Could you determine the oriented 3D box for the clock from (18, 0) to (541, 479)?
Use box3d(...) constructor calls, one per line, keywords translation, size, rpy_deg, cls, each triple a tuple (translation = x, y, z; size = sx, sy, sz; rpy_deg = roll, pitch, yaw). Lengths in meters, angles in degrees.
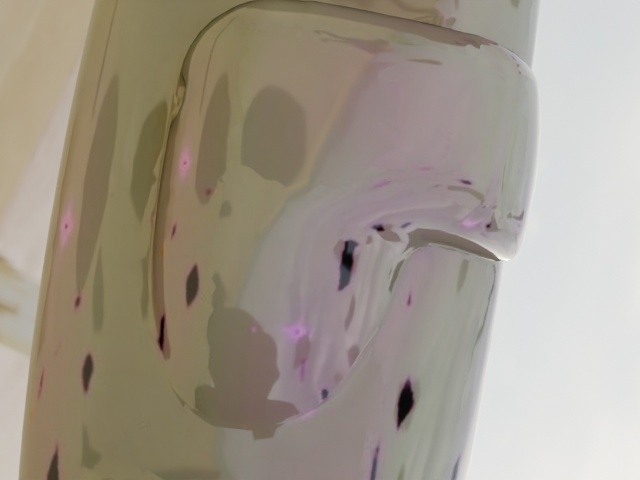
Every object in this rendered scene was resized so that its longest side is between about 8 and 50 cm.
box3d(translation=(0.000, 0.000, 0.482), size=(0.284, 0.114, 0.309), rpy_deg=(92, 8, -77), cls="clock")
